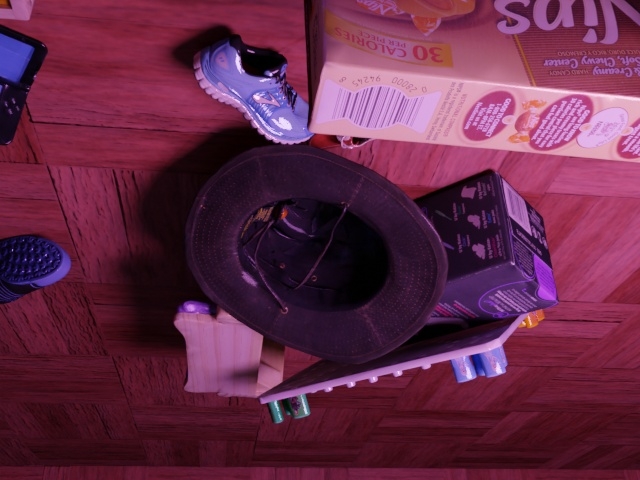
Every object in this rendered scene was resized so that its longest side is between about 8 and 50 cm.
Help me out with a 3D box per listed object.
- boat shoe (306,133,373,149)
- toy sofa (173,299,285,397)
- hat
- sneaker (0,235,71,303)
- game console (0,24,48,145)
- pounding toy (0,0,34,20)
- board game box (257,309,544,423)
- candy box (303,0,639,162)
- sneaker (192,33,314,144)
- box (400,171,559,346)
[{"bbox_3d":[0.041,-0.130,0.814,0.137,0.043,0.049,-17,148,27],"label":"boat shoe"},{"bbox_3d":[-0.133,0.131,1.146,0.177,0.150,0.363,5,149,-4],"label":"toy sofa"},{"bbox_3d":[0.000,0.000,0.915,0.331,0.134,0.331,6,121,9],"label":"hat"},{"bbox_3d":[-0.467,0.051,1.071,0.232,0.081,0.090,-4,153,18],"label":"sneaker"},{"bbox_3d":[-0.356,-0.166,0.711,0.122,0.107,0.071,19,172,-30],"label":"game console"},{"bbox_3d":[-0.268,-0.266,0.517,0.181,0.094,0.206,2,150,-6],"label":"pounding toy"},{"bbox_3d":[0.153,0.186,1.154,0.389,0.050,0.390,-19,177,27],"label":"board game box"},{"bbox_3d":[0.147,-0.173,0.605,0.316,0.183,0.087,4,150,-10],"label":"candy box"},{"bbox_3d":[-0.053,-0.158,0.743,0.073,0.063,0.162,-30,140,34],"label":"sneaker"},{"bbox_3d":[0.173,0.039,1.006,0.270,0.143,0.165,-21,145,31],"label":"box"}]
